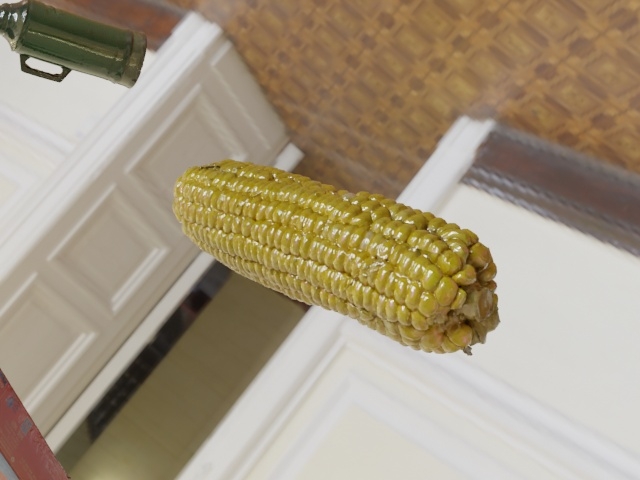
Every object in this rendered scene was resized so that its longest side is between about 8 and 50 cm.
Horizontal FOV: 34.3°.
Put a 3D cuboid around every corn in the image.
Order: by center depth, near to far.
[{"bbox_3d":[0.000,0.000,0.768,0.291,0.101,0.101,22,159,38],"label":"corn"}]

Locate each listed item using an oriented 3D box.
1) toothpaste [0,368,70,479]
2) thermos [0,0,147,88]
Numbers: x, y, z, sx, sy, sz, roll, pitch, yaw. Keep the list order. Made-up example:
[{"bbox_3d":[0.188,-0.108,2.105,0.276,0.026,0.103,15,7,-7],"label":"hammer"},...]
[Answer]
[{"bbox_3d":[-0.396,0.219,1.238,0.076,0.066,0.320,7,135,23],"label":"toothpaste"},{"bbox_3d":[-0.315,-0.246,1.276,0.187,0.073,0.083,15,145,-26],"label":"thermos"}]
